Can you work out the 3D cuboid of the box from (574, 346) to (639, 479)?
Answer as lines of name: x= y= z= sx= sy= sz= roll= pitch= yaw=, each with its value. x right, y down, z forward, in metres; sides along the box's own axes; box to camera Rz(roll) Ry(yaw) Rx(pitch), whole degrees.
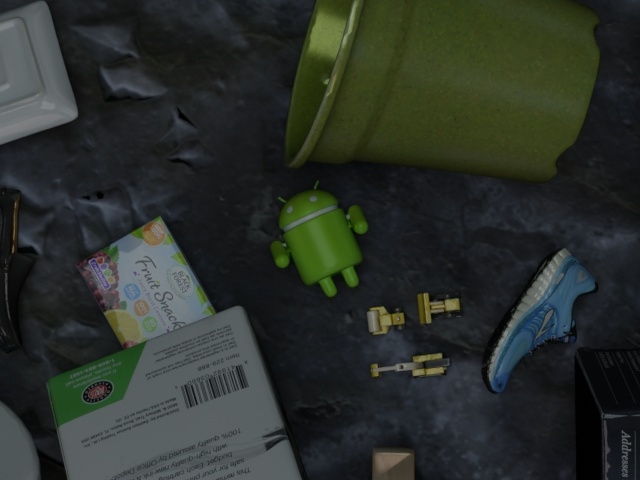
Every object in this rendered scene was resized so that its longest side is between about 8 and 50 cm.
box: x=0.405 y=0.279 z=1.679 sx=0.312 sy=0.179 sz=0.343 roll=-4 pitch=105 yaw=0

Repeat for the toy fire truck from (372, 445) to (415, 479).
toy fire truck: x=0.013 y=0.333 z=1.757 sx=0.217 sy=0.158 sz=0.246 roll=10 pitch=65 yaw=-11

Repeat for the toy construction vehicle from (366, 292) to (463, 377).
toy construction vehicle: x=0.097 y=0.096 z=1.818 sx=0.098 sy=0.035 sz=0.086 roll=-4 pitch=86 yaw=1

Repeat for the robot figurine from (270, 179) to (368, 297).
robot figurine: x=0.000 y=0.000 z=1.811 sx=0.101 sy=0.067 sz=0.115 roll=-24 pitch=85 yaw=2

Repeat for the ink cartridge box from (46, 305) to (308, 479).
ink cartridge box: x=-0.121 y=0.231 z=1.697 sx=0.211 sy=0.121 sz=0.289 roll=-20 pitch=47 yaw=0

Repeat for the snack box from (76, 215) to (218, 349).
snack box: x=-0.169 y=0.061 z=1.825 sx=0.100 sy=0.037 sz=0.141 roll=-30 pitch=86 yaw=-2

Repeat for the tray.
tray: x=-0.392 y=-0.148 z=1.830 sx=0.270 sy=0.030 sz=0.145 roll=-19 pitch=70 yaw=0

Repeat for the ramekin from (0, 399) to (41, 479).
ramekin: x=-0.389 y=0.250 z=1.690 sx=0.277 sy=0.277 sz=0.135 roll=12 pitch=127 yaw=2

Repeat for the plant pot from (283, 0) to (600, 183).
plant pot: x=0.123 y=-0.172 z=1.744 sx=0.253 sy=0.276 sz=0.276 roll=15 pitch=86 yaw=-10

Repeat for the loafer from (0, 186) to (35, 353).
loafer: x=-0.319 y=0.028 z=1.821 sx=0.061 sy=0.062 sz=0.170 roll=-12 pitch=87 yaw=-4

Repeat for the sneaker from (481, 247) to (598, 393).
sneaker: x=0.221 y=0.089 z=1.803 sx=0.073 sy=0.063 sz=0.162 roll=35 pitch=88 yaw=0
